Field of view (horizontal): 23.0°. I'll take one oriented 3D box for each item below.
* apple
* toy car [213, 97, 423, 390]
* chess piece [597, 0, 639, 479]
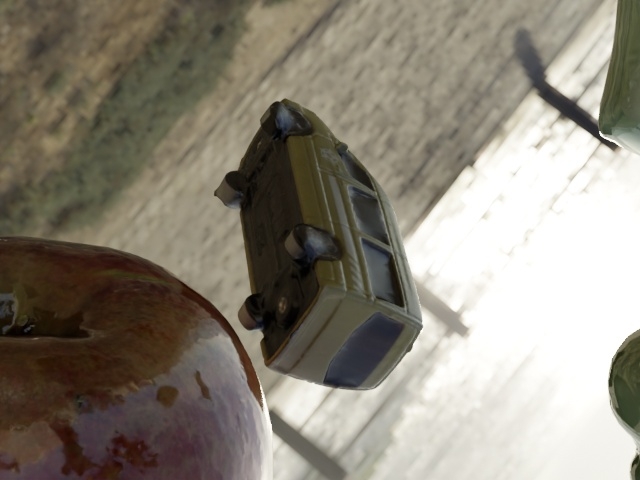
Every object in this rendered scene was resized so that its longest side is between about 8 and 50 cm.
[{"bbox_3d":[-0.202,0.152,1.034,0.348,0.348,0.277,-34,133,-56],"label":"apple"},{"bbox_3d":[0.000,0.000,1.250,0.101,0.124,0.257,-54,-152,30],"label":"toy car"},{"bbox_3d":[0.144,-0.076,0.397,0.175,0.298,0.176,-9,-179,0],"label":"chess piece"}]
